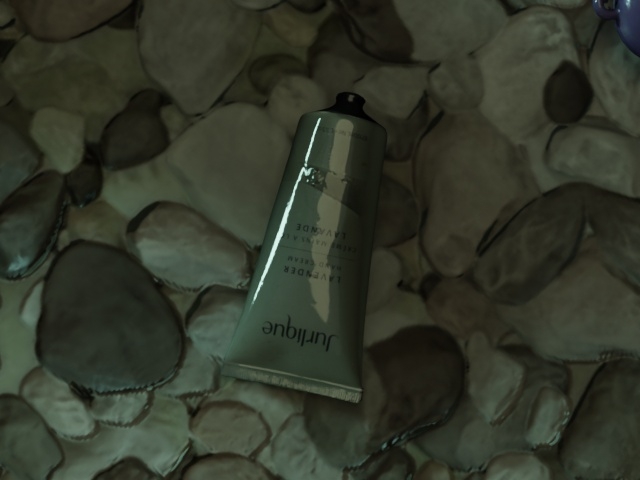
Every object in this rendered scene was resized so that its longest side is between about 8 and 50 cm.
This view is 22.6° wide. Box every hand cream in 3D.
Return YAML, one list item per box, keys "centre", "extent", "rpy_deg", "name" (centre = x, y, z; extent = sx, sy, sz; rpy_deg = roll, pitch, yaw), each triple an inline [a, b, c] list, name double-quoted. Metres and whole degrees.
- centre: [0.000, 0.000, 0.975]
  extent: [0.087, 0.054, 0.186]
  rpy_deg: [11, 81, 2]
  name: "hand cream"

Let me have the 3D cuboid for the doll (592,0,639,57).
- centre: [0.271, -0.143, 1.030]
  extent: [0.205, 0.067, 0.110]
  rpy_deg: [3, 84, -15]
  name: "doll"
